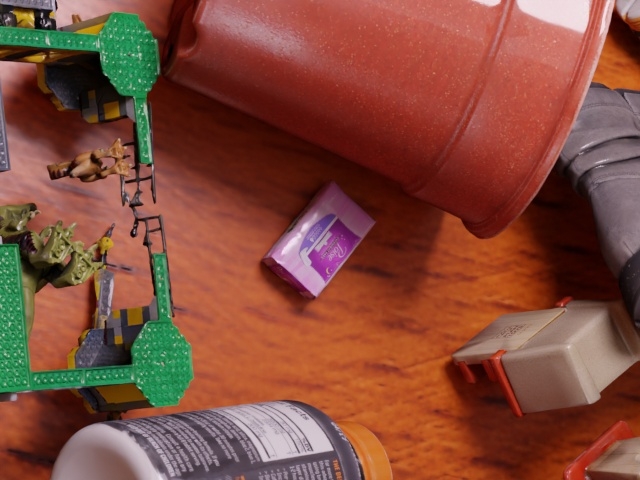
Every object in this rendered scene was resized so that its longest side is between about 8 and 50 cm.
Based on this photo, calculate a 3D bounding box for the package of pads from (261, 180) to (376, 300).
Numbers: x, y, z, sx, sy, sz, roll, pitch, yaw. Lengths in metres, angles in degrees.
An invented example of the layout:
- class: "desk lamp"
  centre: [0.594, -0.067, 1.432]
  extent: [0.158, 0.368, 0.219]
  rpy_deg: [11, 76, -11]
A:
- class: "package of pads"
  centre: [0.000, 0.000, 1.456]
  extent: [0.050, 0.032, 0.083]
  rpy_deg: [42, 72, -12]

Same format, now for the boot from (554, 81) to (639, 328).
- class: "boot"
  centre: [0.316, -0.022, 1.517]
  extent: [0.338, 0.118, 0.222]
  rpy_deg: [18, 35, -44]

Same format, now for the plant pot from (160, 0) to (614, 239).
- class: "plant pot"
  centre: [0.038, -0.169, 1.379]
  extent: [0.265, 0.272, 0.272]
  rpy_deg: [18, 79, -11]

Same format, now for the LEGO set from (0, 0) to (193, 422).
- class: "LEGO set"
  centre: [-0.238, -0.010, 1.315]
  extent: [0.255, 0.192, 0.331]
  rpy_deg: [-14, 94, -52]

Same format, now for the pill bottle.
- class: "pill bottle"
  centre: [-0.060, 0.181, 1.338]
  extent: [0.246, 0.130, 0.130]
  rpy_deg: [-2, 86, -46]

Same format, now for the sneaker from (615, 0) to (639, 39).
- class: "sneaker"
  centre: [0.337, -0.225, 1.593]
  extent: [0.215, 0.084, 0.083]
  rpy_deg: [-41, 114, -16]

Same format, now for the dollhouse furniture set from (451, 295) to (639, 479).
- class: "dollhouse furniture set"
  centre: [0.222, 0.177, 1.479]
  extent: [0.262, 0.135, 0.259]
  rpy_deg: [-34, 103, -36]
